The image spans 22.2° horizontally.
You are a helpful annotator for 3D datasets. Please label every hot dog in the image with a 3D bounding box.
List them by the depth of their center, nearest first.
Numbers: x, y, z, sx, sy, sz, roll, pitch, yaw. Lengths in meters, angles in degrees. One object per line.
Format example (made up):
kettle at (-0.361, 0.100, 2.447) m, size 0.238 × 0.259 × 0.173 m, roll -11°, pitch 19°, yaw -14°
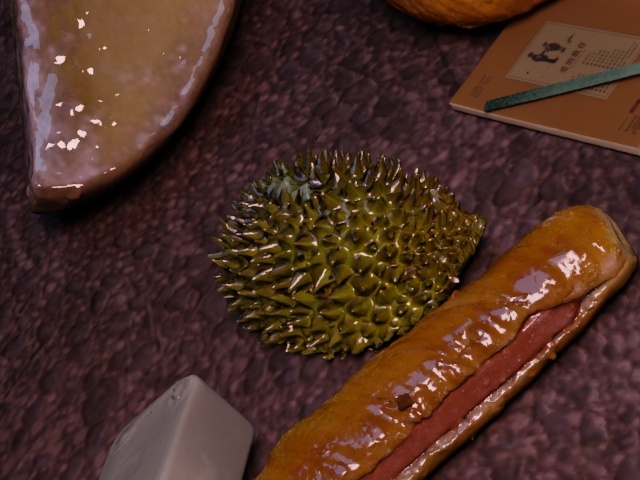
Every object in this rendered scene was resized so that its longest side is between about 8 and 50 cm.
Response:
hot dog at (0.065, 0.081, 0.947) m, size 0.286 × 0.061 × 0.088 m, roll -43°, pitch 27°, yaw -6°

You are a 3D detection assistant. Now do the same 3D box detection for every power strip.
power strip at (-0.107, 0.210, 0.888) m, size 0.091 × 0.062 × 0.385 m, roll -40°, pitch 19°, yaw 30°

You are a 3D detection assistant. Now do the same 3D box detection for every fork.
fork at (0.203, -0.112, 1.032) m, size 0.235 × 0.021 × 0.039 m, roll -11°, pitch 44°, yaw 32°

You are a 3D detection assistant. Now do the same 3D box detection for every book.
book at (0.178, -0.118, 1.086) m, size 0.172 × 0.012 × 0.118 m, roll 21°, pitch 67°, yaw 48°

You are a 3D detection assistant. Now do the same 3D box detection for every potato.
potato at (-0.152, -0.142, 1.323) m, size 0.189 × 0.211 × 0.264 m, roll -5°, pitch 76°, yaw -11°

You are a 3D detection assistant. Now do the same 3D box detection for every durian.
durian at (-0.007, -0.003, 1.062) m, size 0.220 × 0.095 × 0.137 m, roll 12°, pitch 60°, yaw 52°

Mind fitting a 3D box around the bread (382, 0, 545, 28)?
bread at (0.127, -0.290, 1.167) m, size 0.312 × 0.172 × 0.312 m, roll -20°, pitch 35°, yaw 15°
